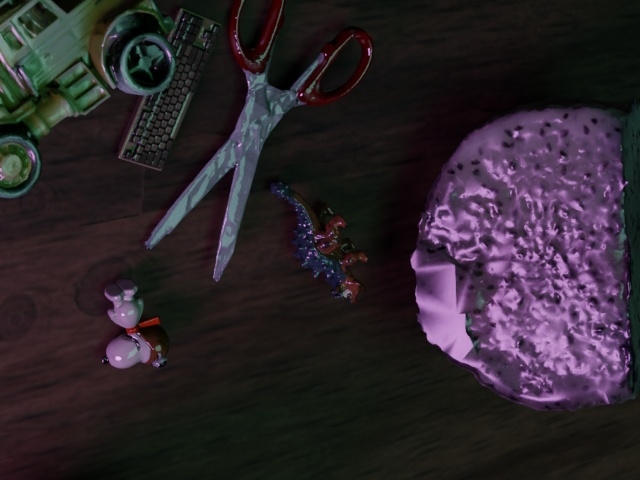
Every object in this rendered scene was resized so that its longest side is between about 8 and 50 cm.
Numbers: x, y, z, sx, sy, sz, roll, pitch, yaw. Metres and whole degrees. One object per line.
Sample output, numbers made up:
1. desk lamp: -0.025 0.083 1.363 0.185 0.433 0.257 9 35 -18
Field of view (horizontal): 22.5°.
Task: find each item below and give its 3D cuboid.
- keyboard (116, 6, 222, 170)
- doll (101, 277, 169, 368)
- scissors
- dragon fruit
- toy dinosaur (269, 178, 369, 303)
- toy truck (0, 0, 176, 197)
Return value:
1. keyboard: -0.120 -0.119 1.284 0.049 0.015 0.129 18 98 -45
2. doll: -0.153 0.070 1.335 0.058 0.040 0.085 -8 116 -28
3. scissors: -0.058 -0.088 1.342 0.144 0.017 0.247 26 93 -36
4. dragon fruit: 0.213 0.004 1.527 0.221 0.204 0.283 -24 112 -66
5. toy dinosaur: 0.000 0.000 1.428 0.055 0.049 0.154 -37 121 -2
6. toy truck: -0.231 -0.111 1.119 0.259 0.128 0.135 -36 117 -23
